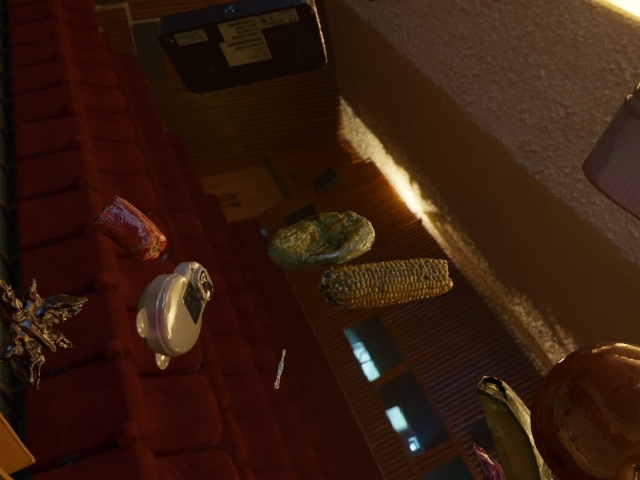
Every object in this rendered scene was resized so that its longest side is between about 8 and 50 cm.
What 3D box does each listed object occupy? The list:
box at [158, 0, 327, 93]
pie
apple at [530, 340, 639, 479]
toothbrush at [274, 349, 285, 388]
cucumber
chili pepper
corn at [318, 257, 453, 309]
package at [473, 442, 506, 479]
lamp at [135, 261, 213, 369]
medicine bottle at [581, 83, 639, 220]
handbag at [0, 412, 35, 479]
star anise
[{"bbox_3d":[-0.170,-0.446,1.268,0.211,0.350,0.058,66,16,-62],"label":"box"},{"bbox_3d":[0.000,0.000,0.941,0.187,0.187,0.041,-137,-148,-61],"label":"pie"},{"bbox_3d":[0.464,0.287,0.866,0.253,0.253,0.253,166,-90,-73],"label":"apple"},{"bbox_3d":[-0.110,0.349,1.520,0.162,0.014,0.017,-79,176,-66],"label":"toothbrush"},{"bbox_3d":[0.442,0.433,1.244,0.105,0.145,0.325,-13,-69,33],"label":"cucumber"},{"bbox_3d":[-0.340,-0.014,1.000,0.123,0.073,0.070,40,-51,-2],"label":"chili pepper"},{"bbox_3d":[0.153,0.102,1.311,0.115,0.318,0.115,174,-90,-88],"label":"corn"},{"bbox_3d":[0.263,0.354,0.850,0.059,0.029,0.083,42,13,-44],"label":"package"},{"bbox_3d":[-0.328,0.147,1.230,0.246,0.108,0.179,-68,155,-47],"label":"lamp"},{"bbox_3d":[0.433,-0.182,0.499,0.219,0.219,0.388,58,-46,45],"label":"medicine bottle"},{"bbox_3d":[-0.622,0.311,0.717,0.133,0.401,0.283,-117,-166,-49],"label":"handbag"},{"bbox_3d":[-0.473,0.141,0.939,0.053,0.157,0.212,-7,-92,38],"label":"star anise"}]
